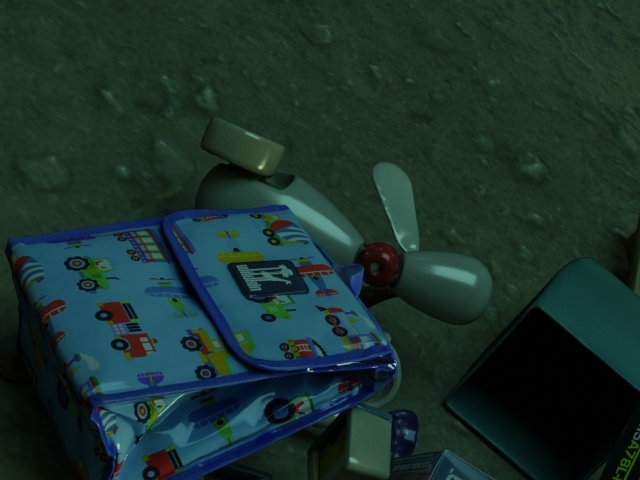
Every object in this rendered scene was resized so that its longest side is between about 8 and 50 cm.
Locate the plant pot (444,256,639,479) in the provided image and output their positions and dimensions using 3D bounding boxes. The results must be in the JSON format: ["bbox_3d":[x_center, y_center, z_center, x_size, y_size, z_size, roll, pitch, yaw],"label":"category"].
[{"bbox_3d":[0.280,0.127,1.486,0.165,0.165,0.234,41,33,4],"label":"plant pot"}]

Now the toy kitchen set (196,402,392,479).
[{"bbox_3d":[-0.067,0.168,1.166,0.207,0.166,0.122,21,39,-20],"label":"toy kitchen set"}]

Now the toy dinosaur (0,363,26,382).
[{"bbox_3d":[-0.311,0.086,1.183,0.082,0.047,0.090,56,3,41],"label":"toy dinosaur"}]

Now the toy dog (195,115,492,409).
[{"bbox_3d":[0.000,0.000,1.401,0.333,0.220,0.161,42,6,-6],"label":"toy dog"}]

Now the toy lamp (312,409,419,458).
[{"bbox_3d":[-0.040,0.145,1.282,0.274,0.080,0.080,22,40,-17],"label":"toy lamp"}]

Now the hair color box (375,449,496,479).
[{"bbox_3d":[0.205,0.319,1.200,0.347,0.174,0.105,32,73,-6],"label":"hair color box"}]

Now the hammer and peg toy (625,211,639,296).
[{"bbox_3d":[0.494,0.113,1.688,0.266,0.127,0.361,34,38,-7],"label":"hammer and peg toy"}]

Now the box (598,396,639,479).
[{"bbox_3d":[0.322,0.258,1.324,0.045,0.191,0.184,20,67,37],"label":"box"}]

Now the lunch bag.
[{"bbox_3d":[-0.091,0.077,1.154,0.293,0.138,0.221,-15,41,-23],"label":"lunch bag"}]
